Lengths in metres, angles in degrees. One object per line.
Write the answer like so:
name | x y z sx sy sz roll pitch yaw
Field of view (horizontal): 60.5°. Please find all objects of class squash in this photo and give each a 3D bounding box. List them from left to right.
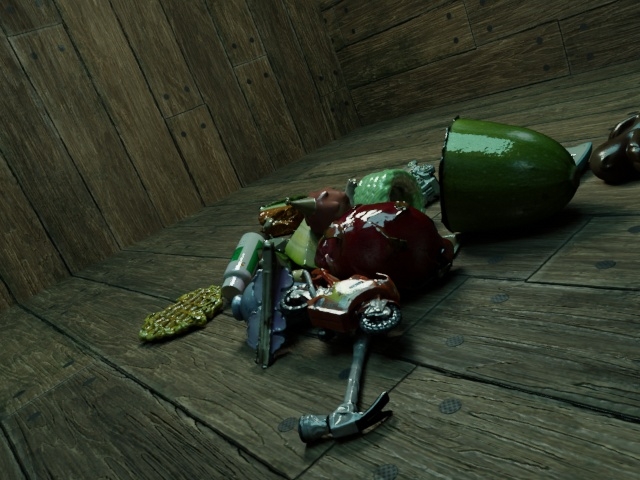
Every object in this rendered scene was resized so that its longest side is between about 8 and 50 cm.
squash | 0.000 0.000 1.720 0.203 0.111 0.289 -57 17 -3
squash | 0.487 -0.162 1.383 0.309 0.310 0.310 5 28 27

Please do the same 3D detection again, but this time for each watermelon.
watermelon | -0.141 0.079 1.763 0.135 0.125 0.094 29 81 47

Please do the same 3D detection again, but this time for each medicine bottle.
medicine bottle | -0.246 0.083 1.754 0.095 0.095 0.260 -16 31 21

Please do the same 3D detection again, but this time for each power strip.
power strip | -0.194 0.050 1.918 0.145 0.061 0.216 1 28 45

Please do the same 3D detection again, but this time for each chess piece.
chess piece | -0.094 0.110 1.591 0.122 0.066 0.066 -7 22 33

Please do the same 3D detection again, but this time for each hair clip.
hair clip | -0.114 0.139 1.240 0.106 0.292 0.084 1 -12 6

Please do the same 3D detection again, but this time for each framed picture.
framed picture | 0.286 0.025 1.462 0.183 0.011 0.142 -11 20 33

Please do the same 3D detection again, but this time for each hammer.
hammer | 0.065 0.227 1.056 0.152 0.044 0.427 -17 17 14

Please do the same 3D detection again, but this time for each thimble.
thimble | 0.199 -0.099 1.632 0.150 0.219 0.219 -7 22 46

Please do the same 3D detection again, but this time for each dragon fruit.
dragon fruit | 0.150 0.017 1.287 0.315 0.250 0.250 15 34 27

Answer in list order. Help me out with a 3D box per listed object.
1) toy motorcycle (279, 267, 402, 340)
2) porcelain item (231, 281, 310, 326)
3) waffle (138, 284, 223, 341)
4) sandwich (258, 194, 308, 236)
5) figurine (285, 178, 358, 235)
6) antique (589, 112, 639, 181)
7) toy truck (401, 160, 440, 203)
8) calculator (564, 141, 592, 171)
toy motorcycle | 0.055 0.127 1.141 0.298 0.089 0.171 7 39 40
porcelain item | -0.088 0.155 1.334 0.259 0.141 0.141 -7 21 19
waffle | -0.419 0.221 1.682 0.291 0.051 0.291 -21 17 7
sandwich | -0.142 -0.095 2.244 0.292 0.109 0.212 -18 23 24
figurine | 0.046 -0.088 1.716 0.387 0.207 0.166 -6 5 -38
antique | 0.808 -0.240 1.453 0.143 0.121 0.257 -17 22 49
toy truck | 0.336 -0.191 1.929 0.140 0.108 0.256 -37 20 -2
calculator | 0.617 -0.180 1.614 0.386 0.054 0.256 -33 20 -29
